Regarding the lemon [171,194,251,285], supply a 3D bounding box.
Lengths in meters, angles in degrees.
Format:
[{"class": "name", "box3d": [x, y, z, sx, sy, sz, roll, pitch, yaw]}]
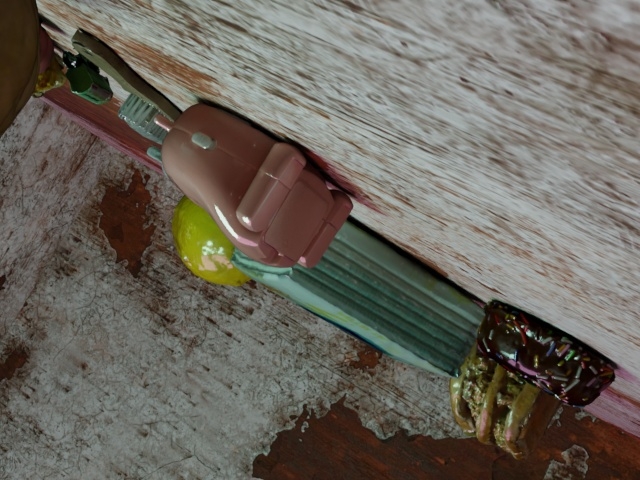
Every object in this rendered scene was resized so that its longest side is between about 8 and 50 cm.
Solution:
[{"class": "lemon", "box3d": [-0.209, -0.020, 2.018, 0.233, 0.233, 0.288, 32, 180, -29]}]

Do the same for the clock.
[{"class": "clock", "box3d": [-0.111, -0.076, 1.212, 0.241, 0.142, 0.227, 33, 178, 27]}]

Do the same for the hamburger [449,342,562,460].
[{"class": "hamburger", "box3d": [0.378, 0.305, 1.865, 0.211, 0.245, 0.260, 19, -150, 28]}]

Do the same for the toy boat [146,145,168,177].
[{"class": "toy boat", "box3d": [-0.140, -0.095, 1.445, 0.290, 0.100, 0.199, 27, 175, 32]}]

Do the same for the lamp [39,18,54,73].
[{"class": "lamp", "box3d": [-0.425, -0.277, 1.292, 0.107, 0.092, 0.107, 30, 175, 3]}]

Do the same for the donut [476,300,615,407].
[{"class": "donut", "box3d": [0.347, 0.184, 1.465, 0.235, 0.089, 0.235, 32, 177, 2]}]

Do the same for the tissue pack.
[{"class": "tissue pack", "box3d": [0.067, 0.085, 1.646, 0.388, 0.162, 0.287, 32, 171, -23]}]

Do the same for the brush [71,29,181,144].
[{"class": "brush", "box3d": [-0.274, -0.206, 1.325, 0.070, 0.065, 0.327, 32, 176, 17]}]

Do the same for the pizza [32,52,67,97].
[{"class": "pizza", "box3d": [-0.512, -0.322, 1.442, 0.305, 0.085, 0.161, 37, -166, -47]}]

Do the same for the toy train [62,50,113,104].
[{"class": "toy train", "box3d": [-0.337, -0.238, 1.339, 0.148, 0.038, 0.071, -117, 8, -88]}]

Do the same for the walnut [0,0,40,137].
[{"class": "walnut", "box3d": [-0.451, -0.178, 0.913, 0.306, 0.344, 0.306, 34, -169, -8]}]
